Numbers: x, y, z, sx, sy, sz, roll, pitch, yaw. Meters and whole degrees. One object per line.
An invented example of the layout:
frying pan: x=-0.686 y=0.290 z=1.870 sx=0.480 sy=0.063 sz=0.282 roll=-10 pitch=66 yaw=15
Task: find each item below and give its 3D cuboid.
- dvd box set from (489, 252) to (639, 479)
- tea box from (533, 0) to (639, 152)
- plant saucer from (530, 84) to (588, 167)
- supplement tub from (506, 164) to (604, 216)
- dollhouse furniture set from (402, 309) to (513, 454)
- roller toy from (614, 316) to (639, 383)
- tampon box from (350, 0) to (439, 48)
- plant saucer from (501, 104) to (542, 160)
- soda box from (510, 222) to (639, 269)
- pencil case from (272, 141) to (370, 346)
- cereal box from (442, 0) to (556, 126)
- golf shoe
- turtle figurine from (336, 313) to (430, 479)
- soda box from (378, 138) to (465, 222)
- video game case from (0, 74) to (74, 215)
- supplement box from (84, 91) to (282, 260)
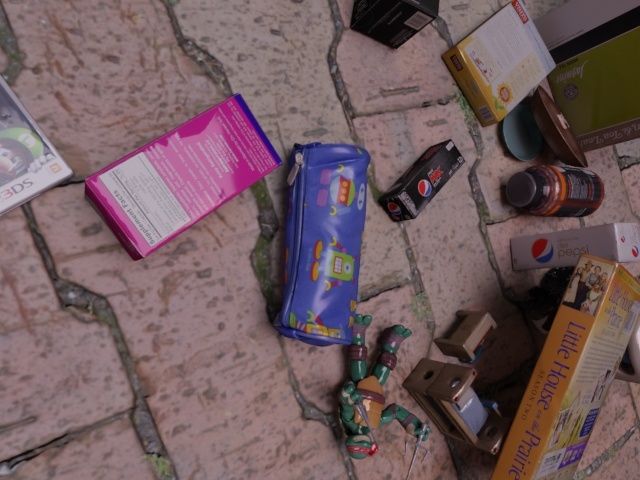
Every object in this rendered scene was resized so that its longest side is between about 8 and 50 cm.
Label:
dvd box set: x=0.438 y=0.252 z=0.799 sx=0.307 sy=0.062 sz=0.421 roll=17 pitch=94 yaw=-46
tea box: x=0.684 y=-0.390 z=0.953 sx=0.219 sy=0.329 sz=0.324 roll=-22 pitch=96 yaw=-27
plant saucer: x=0.494 y=-0.231 z=0.970 sx=0.198 sy=0.036 sz=0.199 roll=29 pitch=45 yaw=-34
supplement tub: x=0.476 y=-0.100 z=0.945 sx=0.197 sy=0.106 sz=0.106 roll=0 pitch=85 yaw=-28
dollhouse furniture set: x=0.266 y=0.233 z=0.792 sx=0.183 sy=0.129 sz=0.129 roll=-44 pitch=105 yaw=-23
roller toy: x=0.680 y=0.210 z=0.997 sx=0.209 sy=0.146 sz=0.191 roll=28 pitch=74 yaw=-23
tampon box: x=0.133 y=-0.444 z=0.792 sx=0.101 sy=0.120 sz=0.161 roll=13 pitch=79 yaw=-25
plant saucer: x=0.421 y=-0.224 z=0.975 sx=0.119 sy=0.021 sz=0.120 roll=3 pitch=85 yaw=-28
soda box: x=0.470 y=0.015 z=0.868 sx=0.073 sy=0.216 sz=0.069 roll=-1 pitch=83 yaw=-27
pencil case: x=0.000 y=0.000 z=0.682 sx=0.133 sy=0.119 sz=0.307 roll=13 pitch=79 yaw=-41
cereal box: x=0.374 y=-0.370 z=0.950 sx=0.240 sy=0.047 sz=0.173 roll=-42 pitch=104 yaw=-24
golf shoe: x=0.503 y=0.118 z=0.964 sx=0.198 sy=0.077 sz=0.094 roll=-30 pitch=110 yaw=-19
turtle figurine: x=0.077 y=0.240 z=0.703 sx=0.175 sy=0.118 sz=0.235 roll=29 pitch=57 yaw=-37
soda box: x=0.182 y=-0.107 z=0.820 sx=0.169 sy=0.060 sz=0.053 roll=-45 pitch=106 yaw=-24
video game case: x=-0.423 y=-0.113 z=0.532 sx=0.173 sy=0.022 sz=0.191 roll=-39 pitch=102 yaw=-25
supplement box: x=-0.178 y=-0.081 z=0.604 sx=0.220 sy=0.111 sz=0.114 roll=-37 pitch=103 yaw=-24
